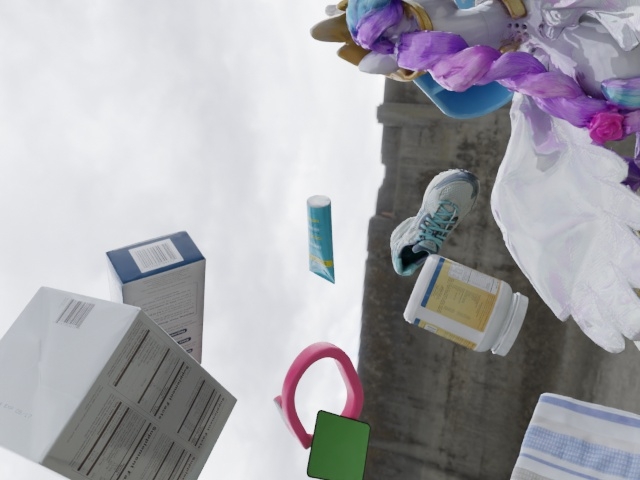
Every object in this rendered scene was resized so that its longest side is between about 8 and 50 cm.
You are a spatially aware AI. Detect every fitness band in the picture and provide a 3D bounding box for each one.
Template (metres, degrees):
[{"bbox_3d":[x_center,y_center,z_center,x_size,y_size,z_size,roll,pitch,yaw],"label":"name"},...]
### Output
[{"bbox_3d":[0.003,0.372,1.351,0.209,0.054,0.291,-36,-54,-23],"label":"fitness band"}]

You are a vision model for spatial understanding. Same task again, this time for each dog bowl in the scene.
[{"bbox_3d":[0.219,-0.284,0.885,0.297,0.166,0.074,23,-131,-53],"label":"dog bowl"}]

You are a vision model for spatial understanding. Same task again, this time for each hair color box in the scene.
[{"bbox_3d":[-0.347,0.156,1.218,0.174,0.105,0.347,-17,-42,-30],"label":"hair color box"}]

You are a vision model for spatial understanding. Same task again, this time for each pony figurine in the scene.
[{"bbox_3d":[0.216,-0.141,0.448,0.363,0.351,0.303,-20,-40,-21],"label":"pony figurine"}]

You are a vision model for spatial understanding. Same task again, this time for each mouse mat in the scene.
[{"bbox_3d":[0.047,0.500,1.368,0.190,0.007,0.152,29,-117,-36],"label":"mouse mat"}]

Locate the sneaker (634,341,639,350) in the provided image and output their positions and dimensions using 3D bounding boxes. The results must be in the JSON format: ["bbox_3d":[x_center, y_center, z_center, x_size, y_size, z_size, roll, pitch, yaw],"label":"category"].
[{"bbox_3d":[0.882,0.216,1.491,0.350,0.148,0.131,-121,18,-55],"label":"sneaker"}]

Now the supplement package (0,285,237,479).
[{"bbox_3d":[-0.287,0.224,0.767,0.198,0.199,0.262,-64,-36,-30],"label":"supplement package"}]

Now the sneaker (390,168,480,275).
[{"bbox_3d":[0.246,-0.025,1.213,0.283,0.110,0.122,-58,10,40],"label":"sneaker"}]

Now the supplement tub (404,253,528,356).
[{"bbox_3d":[0.275,0.125,1.089,0.144,0.200,0.144,23,-90,-79],"label":"supplement tub"}]

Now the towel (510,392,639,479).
[{"bbox_3d":[0.456,0.404,1.007,0.285,0.209,0.034,-51,-47,-36],"label":"towel"}]

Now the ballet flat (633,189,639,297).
[{"bbox_3d":[0.421,0.004,0.802,0.348,0.123,0.123,-63,-27,-55],"label":"ballet flat"}]

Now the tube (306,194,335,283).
[{"bbox_3d":[0.000,0.000,1.252,0.052,0.080,0.207,-29,-47,-32],"label":"tube"}]
